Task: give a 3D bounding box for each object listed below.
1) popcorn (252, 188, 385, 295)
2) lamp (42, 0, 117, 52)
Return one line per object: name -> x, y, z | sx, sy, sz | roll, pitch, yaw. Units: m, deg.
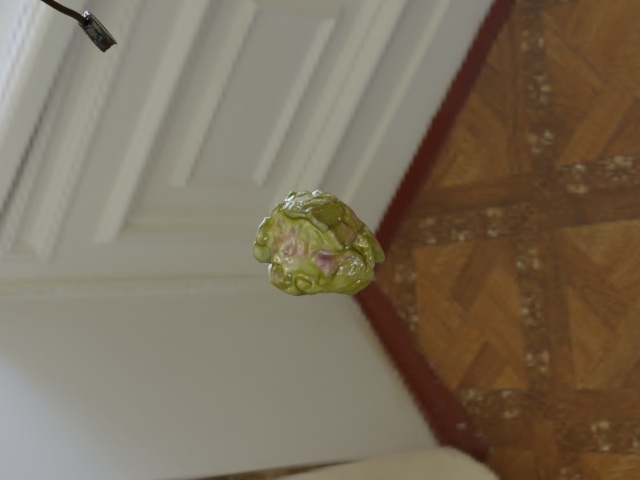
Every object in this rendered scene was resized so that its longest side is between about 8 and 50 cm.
popcorn -> 0.001, 0.001, 1.173 | 0.109, 0.089, 0.097 | 19, 127, 21
lamp -> -0.422, -0.323, 1.840 | 0.108, 0.371, 0.130 | -43, 77, 7
